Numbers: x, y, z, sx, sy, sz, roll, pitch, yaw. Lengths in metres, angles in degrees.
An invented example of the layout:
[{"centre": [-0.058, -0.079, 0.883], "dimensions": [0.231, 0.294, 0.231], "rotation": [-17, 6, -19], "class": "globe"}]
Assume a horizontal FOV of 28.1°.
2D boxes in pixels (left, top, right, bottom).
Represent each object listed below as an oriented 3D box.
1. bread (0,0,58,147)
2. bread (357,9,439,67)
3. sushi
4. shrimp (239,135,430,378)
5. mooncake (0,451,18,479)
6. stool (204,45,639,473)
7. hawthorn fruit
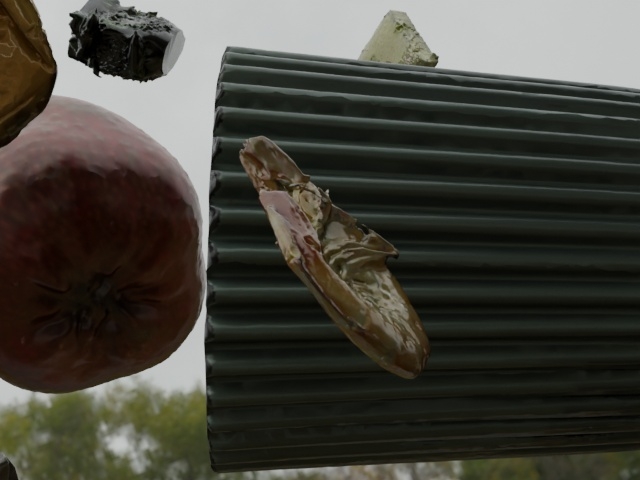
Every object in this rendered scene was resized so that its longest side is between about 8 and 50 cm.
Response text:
[{"centre": [-0.271, -0.153, 0.863], "dimensions": [0.132, 0.114, 0.190], "rotation": [-37, -63, -17], "class": "bread"}, {"centre": [0.044, -0.123, 1.106], "dimensions": [0.028, 0.068, 0.154], "rotation": [2, -42, -37], "class": "bread"}, {"centre": [-0.161, -0.161, 1.049], "dimensions": [0.083, 0.085, 0.056], "rotation": [18, -71, 2], "class": "sushi"}, {"centre": [-0.006, 0.005, 0.630], "dimensions": [0.045, 0.162, 0.095], "rotation": [-49, -25, 25], "class": "shrimp"}, {"centre": [-0.225, 0.183, 0.411], "dimensions": [0.324, 0.187, 0.324], "rotation": [-6, -36, -4], "class": "mooncake"}, {"centre": [0.092, 0.020, 0.896], "dimensions": [0.330, 0.297, 0.297], "rotation": [2, -33, -2], "class": "stool"}, {"centre": [-0.257, -0.005, 1.215], "dimensions": [0.275, 0.299, 0.275], "rotation": [-36, -34, -29], "class": "hawthorn fruit"}]
